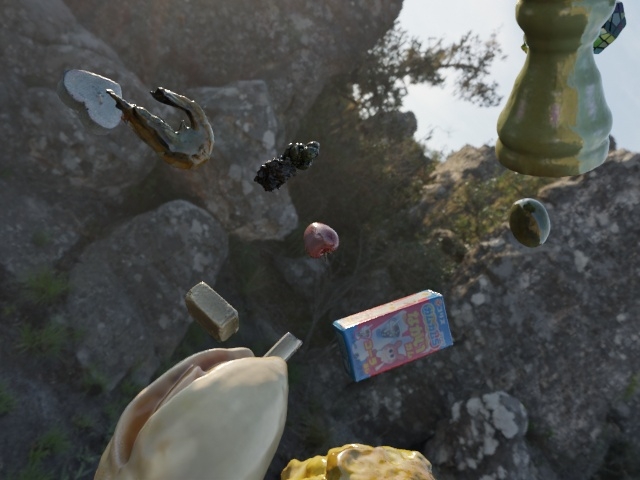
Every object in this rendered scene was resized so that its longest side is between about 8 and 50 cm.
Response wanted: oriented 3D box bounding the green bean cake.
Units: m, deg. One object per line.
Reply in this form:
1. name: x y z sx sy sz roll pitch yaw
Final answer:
1. green bean cake: -0.346 0.229 1.575 0.179 0.085 0.109 37 -36 22

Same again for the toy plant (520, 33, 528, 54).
1. toy plant: 0.569 -0.534 1.226 0.093 0.162 0.092 30 28 -18

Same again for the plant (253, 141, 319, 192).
1. plant: -0.077 -0.176 1.147 0.087 0.174 0.085 52 10 -41

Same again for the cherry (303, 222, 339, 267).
1. cherry: -0.005 0.001 1.501 0.126 0.106 0.087 40 -8 29

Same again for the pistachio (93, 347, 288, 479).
1. pistachio: -0.151 0.267 0.641 0.318 0.194 0.213 -43 125 -44

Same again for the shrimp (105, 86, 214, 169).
1. shrimp: -0.334 -0.263 1.089 0.254 0.145 0.059 50 -2 -33

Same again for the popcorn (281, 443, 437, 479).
1. popcorn: 0.087 0.516 0.777 0.344 0.391 0.353 66 20 -57

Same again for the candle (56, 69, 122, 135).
1. candle: -0.652 -0.411 1.437 0.192 0.068 0.168 55 39 -18

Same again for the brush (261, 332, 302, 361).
1. brush: -0.169 0.376 1.361 0.060 0.050 0.321 32 46 20

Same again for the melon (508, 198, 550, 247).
1. melon: 0.539 -0.045 1.275 0.098 0.098 0.130 -71 138 -79

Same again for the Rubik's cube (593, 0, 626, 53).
1. Rubik's cube: 0.613 -0.486 1.115 0.112 0.133 0.133 40 10 -2

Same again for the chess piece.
1. chess piece: 0.481 -0.365 1.007 0.234 0.234 0.442 -117 -170 -52

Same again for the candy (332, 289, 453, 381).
1. candy: 0.203 0.260 1.374 0.100 0.306 0.157 -166 -120 -73
